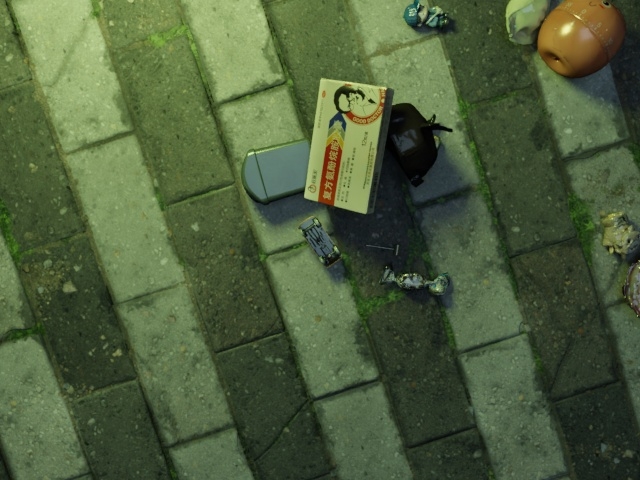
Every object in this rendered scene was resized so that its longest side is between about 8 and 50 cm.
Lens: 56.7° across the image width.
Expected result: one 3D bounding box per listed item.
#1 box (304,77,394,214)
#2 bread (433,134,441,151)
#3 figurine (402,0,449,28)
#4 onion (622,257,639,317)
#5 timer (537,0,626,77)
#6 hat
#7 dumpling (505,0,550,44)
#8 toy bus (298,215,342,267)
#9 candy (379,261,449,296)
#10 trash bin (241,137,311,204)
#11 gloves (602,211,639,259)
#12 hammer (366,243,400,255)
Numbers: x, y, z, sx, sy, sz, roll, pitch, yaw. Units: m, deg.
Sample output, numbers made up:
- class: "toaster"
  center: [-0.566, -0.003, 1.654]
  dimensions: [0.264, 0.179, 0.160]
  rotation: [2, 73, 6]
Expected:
- class: "box"
  center: [0.078, -0.270, 1.696]
  dimensions: [0.214, 0.069, 0.353]
  rotation: [17, 105, 28]
- class: "bread"
  center: [0.348, -0.290, 1.871]
  dimensions: [0.049, 0.033, 0.088]
  rotation: [22, 91, -1]
- class: "figurine"
  center: [0.324, -0.693, 1.835]
  dimensions: [0.136, 0.079, 0.077]
  rotation: [13, 71, -23]
- class: "onion"
  center: [1.118, 0.137, 1.874]
  dimensions: [0.280, 0.146, 0.314]
  rotation: [19, 94, 22]
- class: "timer"
  center: [0.774, -0.608, 1.762]
  dimensions: [0.229, 0.229, 0.215]
  rotation: [44, 93, -4]
- class: "hat"
  center: [0.250, -0.350, 1.772]
  dimensions: [0.209, 0.238, 0.336]
  rotation: [-42, 84, 4]
- class: "dumpling"
  center: [0.645, -0.687, 1.822]
  dimensions: [0.181, 0.111, 0.155]
  rotation: [-24, 125, 7]
- class: "toy bus"
  center: [0.000, 0.000, 1.863]
  dimensions: [0.069, 0.074, 0.162]
  rotation: [-34, 96, 9]
- class: "candy"
  center: [0.302, 0.125, 1.893]
  dimensions: [0.226, 0.051, 0.094]
  rotation: [6, 83, -4]
- class: "trash bin"
  center: [-0.129, -0.212, 1.837]
  dimensions: [0.236, 0.101, 0.177]
  rotation: [-15, 92, -3]
- class: "gloves"
  center: [0.955, -0.019, 1.877]
  dimensions: [0.110, 0.094, 0.144]
  rotation: [-37, 86, -10]
- class: "hammer"
  center: [0.200, 0.024, 1.898]
  dimensions: [0.110, 0.019, 0.036]
  rotation: [8, 94, 1]
